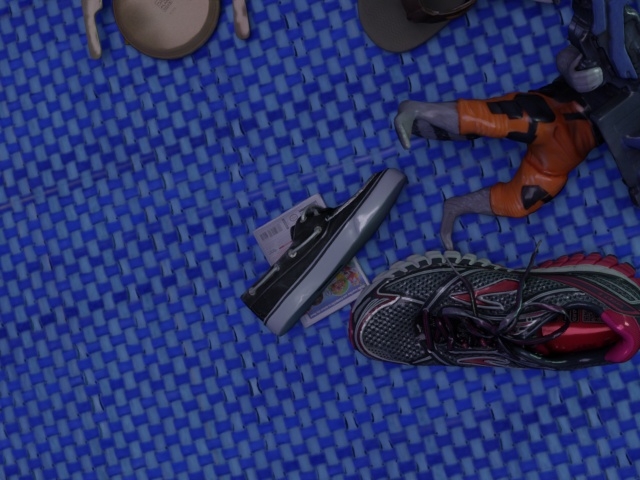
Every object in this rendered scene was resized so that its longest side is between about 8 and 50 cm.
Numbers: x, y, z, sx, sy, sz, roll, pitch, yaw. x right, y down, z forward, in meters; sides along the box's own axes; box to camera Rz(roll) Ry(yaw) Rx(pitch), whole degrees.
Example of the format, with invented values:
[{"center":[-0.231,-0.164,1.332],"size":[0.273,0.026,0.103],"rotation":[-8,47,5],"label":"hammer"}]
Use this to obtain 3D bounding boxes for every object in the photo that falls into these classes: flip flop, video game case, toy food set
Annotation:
[{"center":[0.126,-0.265,1.138],"size":[0.112,0.080,0.277],"rotation":[36,143,-20],"label":"flip flop"},{"center":[-0.009,0.022,1.272],"size":[0.087,0.011,0.122],"rotation":[-30,82,11],"label":"video game case"},{"center":[-0.170,-0.268,1.306],"size":[0.192,0.038,0.132],"rotation":[-5,95,8],"label":"toy food set"}]

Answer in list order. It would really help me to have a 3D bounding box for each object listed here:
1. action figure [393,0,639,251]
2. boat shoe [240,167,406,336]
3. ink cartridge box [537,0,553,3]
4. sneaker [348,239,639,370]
[{"center":[0.229,-0.157,1.117],"size":[0.330,0.178,0.341],"rotation":[-23,128,5],"label":"action figure"},{"center":[0.000,0.000,1.224],"size":[0.070,0.078,0.219],"rotation":[42,100,9],"label":"boat shoe"},{"center":[0.093,-0.348,1.167],"size":[0.311,0.186,0.065],"rotation":[11,54,12],"label":"ink cartridge box"},{"center":[0.171,0.075,1.159],"size":[0.299,0.112,0.121],"rotation":[-7,112,15],"label":"sneaker"}]
